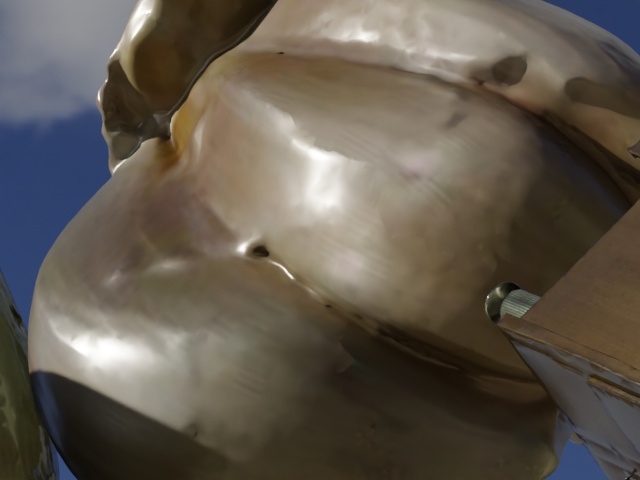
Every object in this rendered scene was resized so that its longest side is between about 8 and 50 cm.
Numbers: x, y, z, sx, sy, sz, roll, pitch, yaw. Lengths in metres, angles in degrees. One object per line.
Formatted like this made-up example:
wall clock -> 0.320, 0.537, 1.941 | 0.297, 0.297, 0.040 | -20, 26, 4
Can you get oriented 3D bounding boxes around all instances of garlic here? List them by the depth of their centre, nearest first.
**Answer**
garlic -> 0.001, 0.000, 0.724 | 0.279, 0.325, 0.132 | -49, -48, 0

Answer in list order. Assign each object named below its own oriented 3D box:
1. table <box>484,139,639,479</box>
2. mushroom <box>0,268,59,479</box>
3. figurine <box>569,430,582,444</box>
table -> 0.090, 0.029, 0.378 | 0.083, 0.070, 0.082 | 53, -14, -27
mushroom -> -0.204, 0.006, 0.861 | 0.087, 0.333, 0.107 | -19, -4, -34
figurine -> 0.112, 0.038, 1.076 | 0.174, 0.116, 0.240 | 12, -38, -12
